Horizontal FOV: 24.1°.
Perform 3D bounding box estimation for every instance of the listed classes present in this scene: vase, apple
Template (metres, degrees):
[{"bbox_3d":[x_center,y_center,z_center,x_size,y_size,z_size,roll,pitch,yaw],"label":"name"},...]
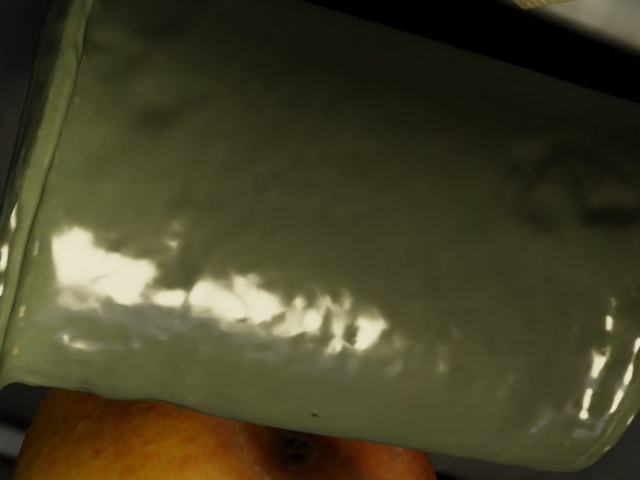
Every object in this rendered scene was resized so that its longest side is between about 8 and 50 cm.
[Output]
[{"bbox_3d":[0.000,0.000,0.683,0.291,0.245,0.245,15,154,-11],"label":"vase"},{"bbox_3d":[-0.060,0.182,0.996,0.299,0.299,0.275,19,139,-9],"label":"apple"}]

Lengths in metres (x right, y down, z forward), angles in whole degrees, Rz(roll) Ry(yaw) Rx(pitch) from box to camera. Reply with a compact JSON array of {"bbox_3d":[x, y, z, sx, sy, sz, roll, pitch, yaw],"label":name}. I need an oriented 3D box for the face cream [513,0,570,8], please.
[{"bbox_3d":[0.044,-0.168,0.506,0.137,0.084,0.341,-5,156,37],"label":"face cream"}]
